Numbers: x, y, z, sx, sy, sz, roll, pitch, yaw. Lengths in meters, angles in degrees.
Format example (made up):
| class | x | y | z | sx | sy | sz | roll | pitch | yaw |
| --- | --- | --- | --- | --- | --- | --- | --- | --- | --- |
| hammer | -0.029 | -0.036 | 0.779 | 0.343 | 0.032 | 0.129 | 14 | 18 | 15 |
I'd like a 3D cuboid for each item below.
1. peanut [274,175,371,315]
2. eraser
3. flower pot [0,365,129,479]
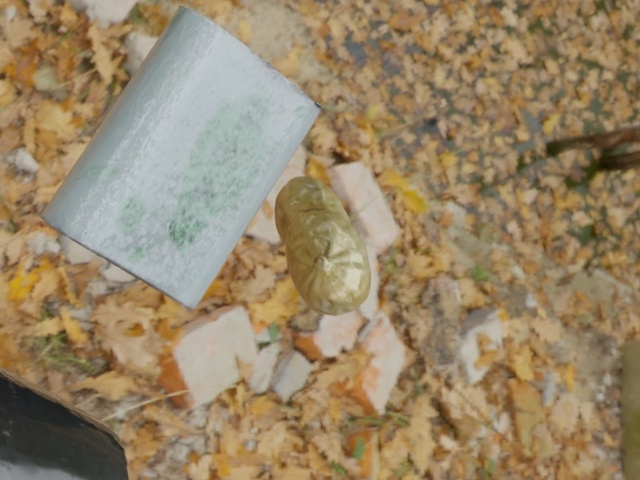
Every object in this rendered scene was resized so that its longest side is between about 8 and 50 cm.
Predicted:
| class | x | y | z | sx | sy | sz | roll | pitch | yaw |
| --- | --- | --- | --- | --- | --- | --- | --- | --- | --- |
| peanut | 0.000 | 0.000 | 1.276 | 0.101 | 0.263 | 0.117 | -8 | 117 | -6 |
| eraser | -0.121 | -0.071 | 0.915 | 0.174 | 0.081 | 0.227 | 35 | 83 | -33 |
| flower pot | -0.287 | 0.213 | 0.696 | 0.251 | 0.379 | 0.379 | 21 | 67 | -24 |
